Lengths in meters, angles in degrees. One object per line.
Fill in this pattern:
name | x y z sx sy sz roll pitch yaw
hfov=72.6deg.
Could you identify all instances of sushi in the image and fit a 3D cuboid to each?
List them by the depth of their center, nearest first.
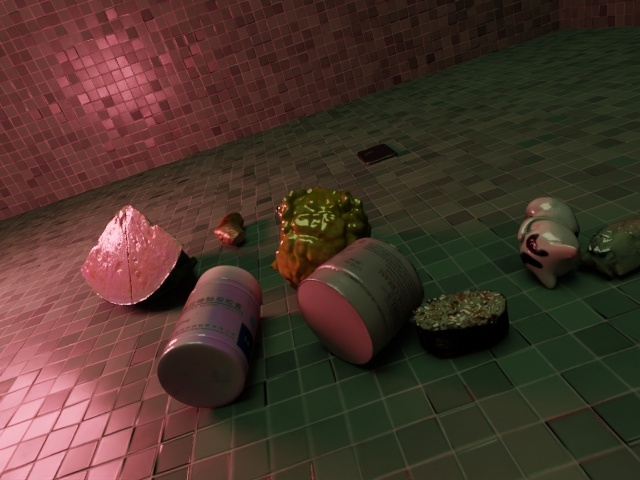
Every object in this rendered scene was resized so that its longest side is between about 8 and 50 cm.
sushi | 0.232 0.133 0.718 0.150 0.078 0.090 -13 26 9

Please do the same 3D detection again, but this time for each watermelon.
watermelon | -0.470 0.052 1.237 0.292 0.319 0.222 40 19 18

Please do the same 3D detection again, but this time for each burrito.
burrito | 0.610 -0.021 0.783 0.309 0.066 0.096 -22 31 -5

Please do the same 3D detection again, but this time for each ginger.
ginger | -0.287 -0.035 1.403 0.095 0.069 0.190 -22 27 5

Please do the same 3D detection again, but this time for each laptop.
laptop | 0.222 -0.345 1.736 0.129 0.016 0.180 -20 27 -1

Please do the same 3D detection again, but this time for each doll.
doll | 0.429 -0.004 0.823 0.106 0.110 0.181 18 38 20

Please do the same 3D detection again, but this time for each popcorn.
popcorn | -0.006 -0.005 0.952 0.225 0.249 0.249 20 33 3

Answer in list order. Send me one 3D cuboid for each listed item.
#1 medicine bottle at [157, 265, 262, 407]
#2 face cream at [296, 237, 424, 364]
medicine bottle | -0.200 0.173 0.843 0.152 0.152 0.254 -15 27 8
face cream | 0.071 0.102 0.772 0.153 0.177 0.177 -35 30 -32
